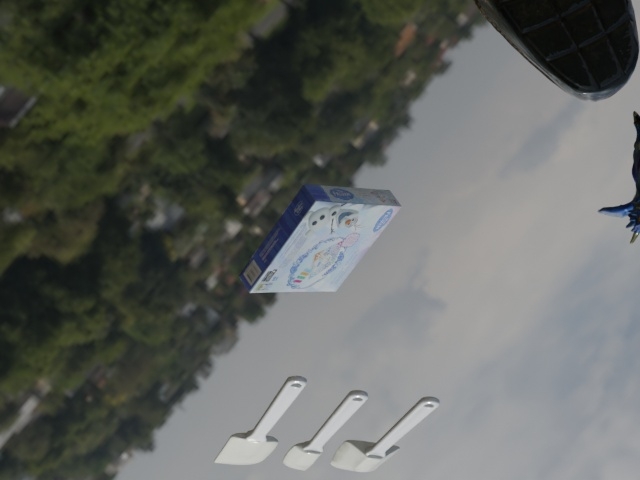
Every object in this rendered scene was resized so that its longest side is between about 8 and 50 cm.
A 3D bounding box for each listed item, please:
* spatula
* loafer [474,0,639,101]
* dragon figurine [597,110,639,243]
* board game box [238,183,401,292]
[{"bbox_3d":[0.009,0.173,1.245,0.242,0.168,0.019,123,-26,-58],"label":"spatula"},{"bbox_3d":[0.096,-0.130,0.644,0.062,0.170,0.061,-25,156,-2],"label":"loafer"},{"bbox_3d":[0.309,-0.045,1.242,0.289,0.085,0.144,99,13,-83],"label":"dragon figurine"},{"bbox_3d":[0.000,0.000,0.959,0.090,0.020,0.090,3,133,-46],"label":"board game box"}]
